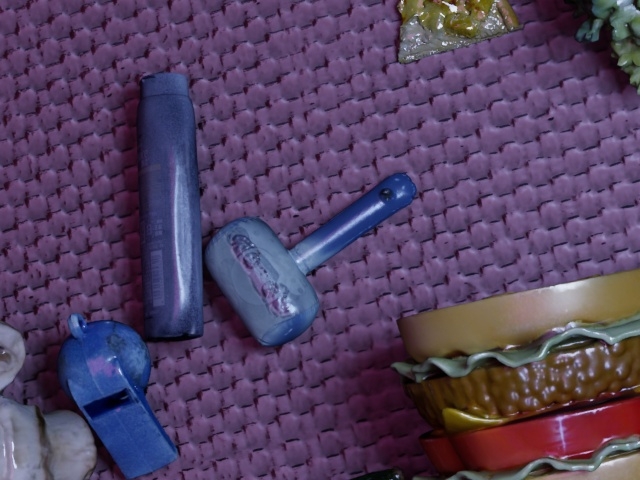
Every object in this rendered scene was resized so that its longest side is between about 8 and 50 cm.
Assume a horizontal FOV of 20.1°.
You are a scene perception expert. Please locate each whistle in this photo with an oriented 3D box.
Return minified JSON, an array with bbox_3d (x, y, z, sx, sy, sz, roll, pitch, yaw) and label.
[{"bbox_3d":[-0.182,0.125,1.589,0.090,0.090,0.158,-24,121,7],"label":"whistle"}]

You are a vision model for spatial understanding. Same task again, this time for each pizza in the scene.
[{"bbox_3d":[0.108,-0.196,1.589,0.123,0.026,0.108,39,94,10],"label":"pizza"}]

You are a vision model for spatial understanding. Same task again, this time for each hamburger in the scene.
[{"bbox_3d":[0.197,0.139,1.424,0.274,0.274,0.212,-12,87,8],"label":"hamburger"}]

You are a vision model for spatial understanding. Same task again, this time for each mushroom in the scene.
[{"bbox_3d":[-0.316,0.184,1.557,0.195,0.189,0.253,-2,92,-35],"label":"mushroom"}]

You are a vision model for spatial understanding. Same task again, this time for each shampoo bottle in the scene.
[{"bbox_3d":[-0.134,-0.029,1.585,0.049,0.087,0.233,0,82,-21],"label":"shampoo bottle"}]

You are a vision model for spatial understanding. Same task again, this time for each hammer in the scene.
[{"bbox_3d":[0.000,0.000,1.575,0.194,0.069,0.116,-35,80,-3],"label":"hammer"}]

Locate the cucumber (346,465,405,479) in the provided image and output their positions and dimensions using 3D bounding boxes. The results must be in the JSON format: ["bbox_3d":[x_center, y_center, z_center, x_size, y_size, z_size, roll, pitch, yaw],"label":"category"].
[{"bbox_3d":[-0.038,0.275,1.546,0.265,0.077,0.077,-26,81,5],"label":"cucumber"}]

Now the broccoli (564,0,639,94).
[{"bbox_3d":[0.363,-0.285,1.447,0.348,0.281,0.293,-13,57,43],"label":"broccoli"}]
